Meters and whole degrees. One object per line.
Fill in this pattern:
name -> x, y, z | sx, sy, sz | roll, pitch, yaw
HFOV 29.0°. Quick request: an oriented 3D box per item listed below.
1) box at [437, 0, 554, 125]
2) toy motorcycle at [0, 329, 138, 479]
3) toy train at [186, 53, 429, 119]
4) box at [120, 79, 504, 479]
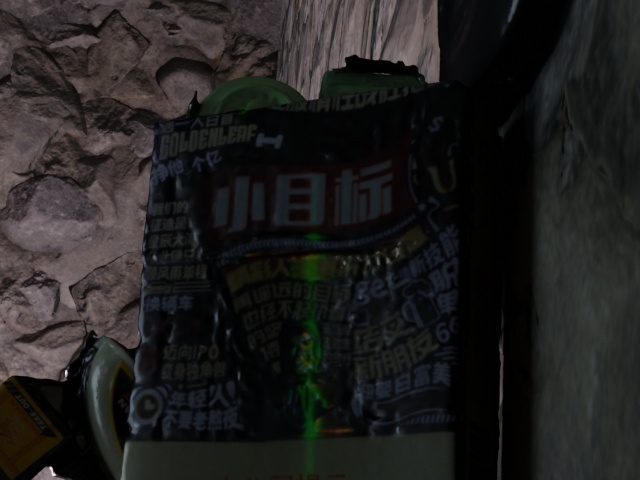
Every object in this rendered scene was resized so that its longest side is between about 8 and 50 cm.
box -> 0.100, -0.175, 0.722 | 0.212, 0.042, 0.201 | 118, 155, -76
toy motorcycle -> -0.093, 0.174, 0.782 | 0.157, 0.263, 0.091 | -40, -2, -17
toy train -> -0.007, 0.000, 0.886 | 0.159, 0.188, 0.272 | 102, 168, -56
box -> -0.002, 0.077, 0.686 | 0.084, 0.198, 0.310 | 38, -129, -60
